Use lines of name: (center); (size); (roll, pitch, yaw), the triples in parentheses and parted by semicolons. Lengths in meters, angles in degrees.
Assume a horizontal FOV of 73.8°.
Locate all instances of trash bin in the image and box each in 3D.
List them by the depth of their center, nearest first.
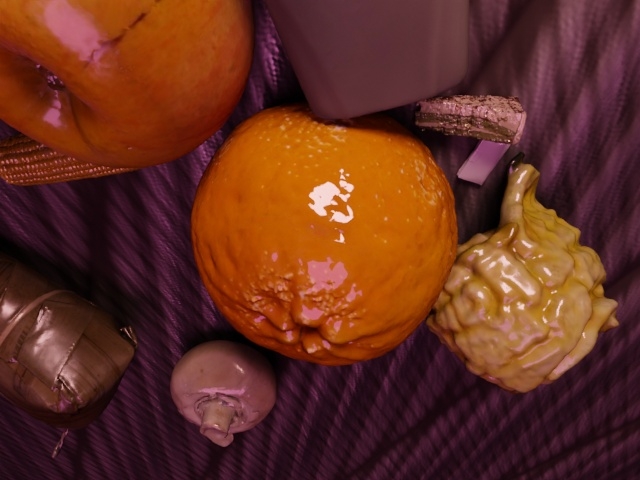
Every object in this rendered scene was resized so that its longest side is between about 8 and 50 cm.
trash bin: (0.032, -0.264, 0.372); (0.219, 0.219, 0.250); (-9, 137, 16)

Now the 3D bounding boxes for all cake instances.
cake: (0.197, -0.167, 0.565); (0.139, 0.055, 0.051); (14, 136, 16)

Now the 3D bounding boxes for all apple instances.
apple: (-0.197, -0.205, 0.401); (0.285, 0.233, 0.286); (12, 154, 6)

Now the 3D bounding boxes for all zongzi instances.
zongzi: (-0.637, 0.203, 0.922); (0.467, 0.218, 0.500); (44, 139, 1)

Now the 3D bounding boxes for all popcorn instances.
popcorn: (0.281, 0.076, 0.630); (0.237, 0.293, 0.293); (38, 131, 11)

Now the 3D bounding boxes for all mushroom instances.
mushroom: (-0.213, 0.341, 0.946); (0.245, 0.202, 0.246); (-1, 123, -1)

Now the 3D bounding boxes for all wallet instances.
wallet: (0.236, -0.118, 0.613); (0.044, 0.011, 0.083); (17, 132, -10)

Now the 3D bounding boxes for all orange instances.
orange: (0.000, 0.000, 0.547); (0.340, 0.293, 0.341); (8, 133, 8)

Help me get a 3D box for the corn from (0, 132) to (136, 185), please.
corn: (-0.350, -0.128, 0.613); (0.248, 0.081, 0.081); (-5, 131, 11)
